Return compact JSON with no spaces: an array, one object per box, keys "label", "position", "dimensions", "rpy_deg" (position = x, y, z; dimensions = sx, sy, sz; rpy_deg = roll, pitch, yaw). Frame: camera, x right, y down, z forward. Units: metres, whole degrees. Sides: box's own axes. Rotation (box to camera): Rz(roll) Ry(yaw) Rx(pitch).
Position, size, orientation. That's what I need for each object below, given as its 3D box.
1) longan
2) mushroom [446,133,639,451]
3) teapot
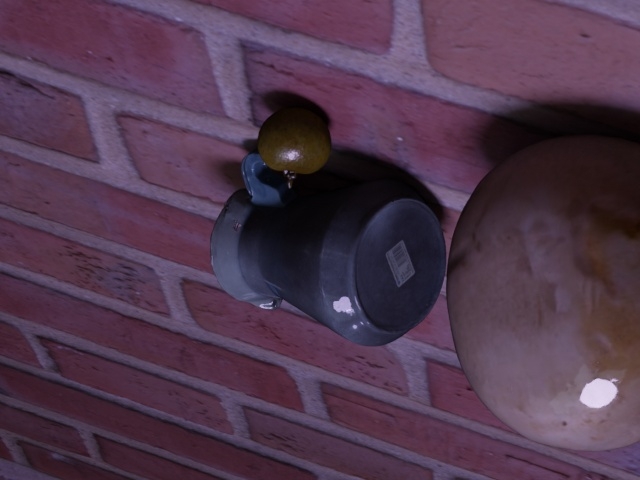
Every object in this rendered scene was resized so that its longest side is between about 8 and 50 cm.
[{"label":"longan","position":[-0.027,-0.092,1.906],"dimensions":[0.075,0.083,0.075],"rpy_deg":[11,-165,-3]},{"label":"mushroom","position":[0.275,0.044,1.776],"dimensions":[0.292,0.293,0.290],"rpy_deg":[5,-176,37]},{"label":"teapot","position":[0.000,0.000,2.011],"dimensions":[0.225,0.171,0.203],"rpy_deg":[9,123,45]}]
